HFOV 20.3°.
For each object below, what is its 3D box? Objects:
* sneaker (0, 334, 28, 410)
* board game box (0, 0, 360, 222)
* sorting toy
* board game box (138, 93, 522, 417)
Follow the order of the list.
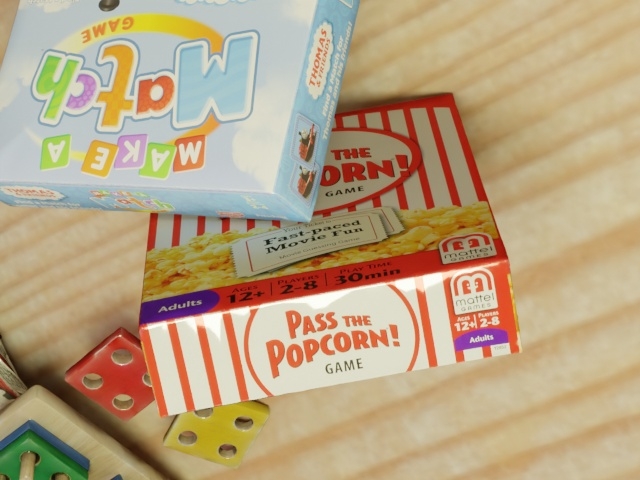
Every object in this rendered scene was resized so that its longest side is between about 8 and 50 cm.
[{"bbox_3d":[-0.199,0.093,1.058,0.088,0.093,0.225,-31,113,19],"label":"sneaker"},{"bbox_3d":[-0.057,-0.115,0.790,0.160,0.039,0.212,3,72,29],"label":"board game box"},{"bbox_3d":[-0.153,0.160,1.016,0.274,0.046,0.132,-36,120,21],"label":"sorting toy"},{"bbox_3d":[0.000,0.000,0.777,0.146,0.193,0.045,-10,114,1],"label":"board game box"}]
